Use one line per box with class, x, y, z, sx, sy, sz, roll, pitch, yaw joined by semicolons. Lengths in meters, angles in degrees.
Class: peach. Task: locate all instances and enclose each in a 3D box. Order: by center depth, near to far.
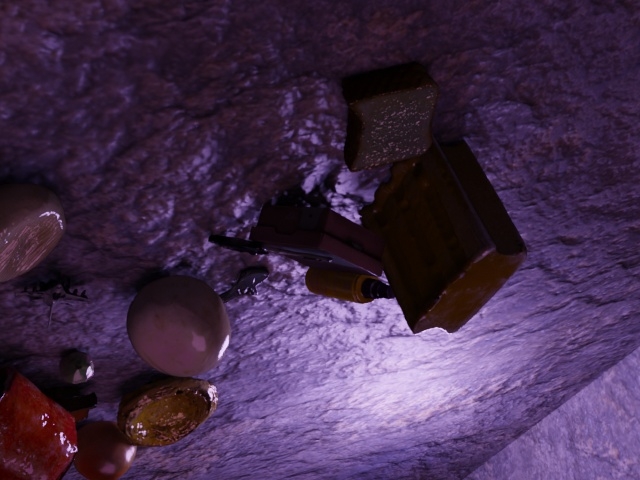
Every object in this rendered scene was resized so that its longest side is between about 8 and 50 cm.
peach;-0.608;0.588;2.276;0.184;0.184;0.184;-13;145;-9

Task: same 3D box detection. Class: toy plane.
toy plane;-0.554;0.106;1.702;0.160;0.082;0.234;8;151;-21

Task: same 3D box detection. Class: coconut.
coconut;-0.591;0.309;1.975;0.083;0.082;0.081;39;156;-8

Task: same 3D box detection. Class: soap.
soap;0.244;-0.015;1.703;0.156;0.335;0.293;7;134;-33

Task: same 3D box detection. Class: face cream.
face cream;0.073;0.101;1.857;0.078;0.078;0.273;12;177;-37

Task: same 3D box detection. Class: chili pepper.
chili pepper;-0.740;0.456;1.936;0.251;0.229;0.305;-57;135;-19

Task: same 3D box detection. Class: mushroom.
mushroom;-0.311;0.188;1.847;0.246;0.202;0.246;7;114;15

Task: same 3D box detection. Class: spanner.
spanner;-0.257;0.149;1.955;0.325;0.026;0.093;-29;144;16

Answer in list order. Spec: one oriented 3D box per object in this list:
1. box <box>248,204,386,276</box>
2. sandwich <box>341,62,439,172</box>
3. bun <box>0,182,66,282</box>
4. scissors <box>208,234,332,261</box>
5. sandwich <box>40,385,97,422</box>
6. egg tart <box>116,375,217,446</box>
box;0.000;0.000;1.721;0.215;0.086;0.215;7;166;44
sandwich;0.129;-0.233;1.566;0.186;0.065;0.215;-13;146;-9
bun;-0.564;-0.025;1.465;0.222;0.127;0.222;-41;170;-9
scissors;-0.102;0.022;1.692;0.300;0.022;0.109;9;171;32
sandwich;-0.689;0.435;2.113;0.235;0.079;0.159;-22;156;12
egg tart;-0.423;0.454;2.233;0.290;0.107;0.291;-15;137;-15
